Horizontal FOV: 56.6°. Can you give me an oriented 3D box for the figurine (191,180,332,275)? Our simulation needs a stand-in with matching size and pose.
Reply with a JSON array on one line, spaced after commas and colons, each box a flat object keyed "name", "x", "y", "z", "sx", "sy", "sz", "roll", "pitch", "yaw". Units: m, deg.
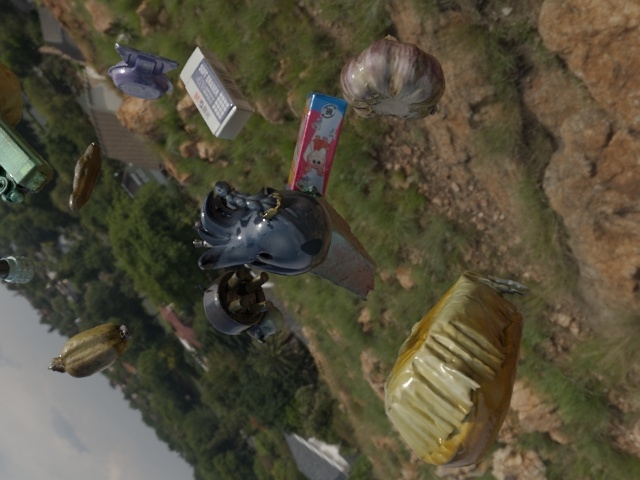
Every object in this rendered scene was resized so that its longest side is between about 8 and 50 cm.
[{"name": "figurine", "x": -0.111, "y": -0.021, "z": 1.102, "sx": 0.197, "sy": 0.265, "sz": 0.175, "roll": 180, "pitch": 89, "yaw": -83}]

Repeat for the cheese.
[{"name": "cheese", "x": -0.285, "y": -0.266, "z": 0.957, "sx": 0.105, "sy": 0.042, "sz": 0.191, "roll": 12, "pitch": 173, "yaw": -22}]

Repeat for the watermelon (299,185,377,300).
[{"name": "watermelon", "x": 0.002, "y": -0.015, "z": 1.459, "sx": 0.302, "sy": 0.151, "sz": 0.264, "roll": 24, "pitch": -163, "yaw": -25}]

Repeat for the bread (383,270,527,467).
[{"name": "bread", "x": 0.233, "y": 0.206, "z": 0.989, "sx": 0.183, "sy": 0.388, "sz": 0.236, "roll": 39, "pitch": 123, "yaw": 9}]

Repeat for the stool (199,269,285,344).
[{"name": "stool", "x": -0.148, "y": 0.139, "z": 1.240, "sx": 0.217, "sy": 0.125, "sz": 0.121, "roll": 40, "pitch": 132, "yaw": -25}]

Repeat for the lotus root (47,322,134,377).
[{"name": "lotus root", "x": -0.377, "y": 0.183, "z": 0.980, "sx": 0.063, "sy": 0.152, "sz": 0.072, "roll": -164, "pitch": 51, "yaw": -84}]

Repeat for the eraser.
[{"name": "eraser", "x": -0.316, "y": -0.445, "z": 1.797, "sx": 0.124, "sy": 0.081, "sz": 0.279, "roll": -48, "pitch": 62, "yaw": 31}]

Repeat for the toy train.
[{"name": "toy train", "x": -0.394, "y": -0.105, "z": 0.731, "sx": 0.148, "sy": 0.071, "sz": 0.038, "roll": 41, "pitch": 173, "yaw": 21}]

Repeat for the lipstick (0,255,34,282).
[{"name": "lipstick", "x": -0.434, "y": 0.036, "z": 0.776, "sx": 0.037, "sy": 0.037, "sz": 0.116, "roll": 35, "pitch": -169, "yaw": 26}]

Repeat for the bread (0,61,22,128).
[{"name": "bread", "x": -0.601, "y": -0.239, "z": 0.958, "sx": 0.244, "sy": 0.244, "sz": 0.134, "roll": 153, "pitch": 107, "yaw": -67}]

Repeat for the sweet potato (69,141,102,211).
[{"name": "sweet potato", "x": -0.532, "y": -0.135, "z": 1.340, "sx": 0.054, "sy": 0.182, "sz": 0.053, "roll": -6, "pitch": 149, "yaw": 13}]

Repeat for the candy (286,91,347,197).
[{"name": "candy", "x": -0.015, "y": -0.239, "z": 1.604, "sx": 0.100, "sy": 0.305, "sz": 0.157, "roll": 12, "pitch": -167, "yaw": -10}]

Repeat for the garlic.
[{"name": "garlic", "x": 0.159, "y": -0.361, "z": 1.317, "sx": 0.245, "sy": 0.160, "sz": 0.245, "roll": 3, "pitch": 167, "yaw": 1}]
